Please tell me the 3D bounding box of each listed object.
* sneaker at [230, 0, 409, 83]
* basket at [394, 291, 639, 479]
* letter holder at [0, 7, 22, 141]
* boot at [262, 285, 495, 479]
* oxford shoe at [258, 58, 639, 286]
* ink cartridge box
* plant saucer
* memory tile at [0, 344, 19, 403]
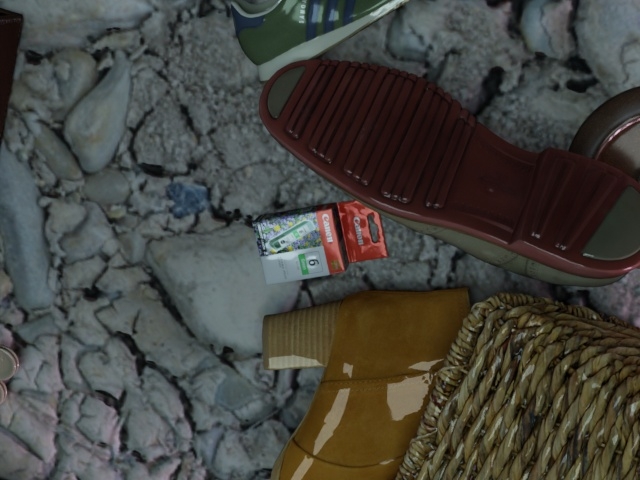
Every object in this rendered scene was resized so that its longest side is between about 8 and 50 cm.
[{"bbox_3d":[0.007,-0.215,1.046,0.192,0.064,0.086,-28,103,19],"label":"sneaker"},{"bbox_3d":[0.215,0.212,1.066,0.223,0.213,0.299,29,107,32],"label":"basket"},{"bbox_3d":[-0.401,-0.067,1.079,0.152,0.214,0.302,16,106,6],"label":"letter holder"},{"bbox_3d":[0.062,0.192,1.107,0.211,0.104,0.295,-4,90,8],"label":"boot"},{"bbox_3d":[0.105,-0.042,1.039,0.348,0.130,0.123,27,71,9],"label":"oxford shoe"},{"bbox_3d":[0.000,0.000,1.122,0.115,0.029,0.063,-10,102,13],"label":"ink cartridge box"},{"bbox_3d":[0.297,-0.051,1.058,0.168,0.029,0.168,3,105,10],"label":"plant saucer"},{"bbox_3d":[-0.372,0.147,1.224,0.113,0.012,0.148,28,113,-1],"label":"memory tile"}]
